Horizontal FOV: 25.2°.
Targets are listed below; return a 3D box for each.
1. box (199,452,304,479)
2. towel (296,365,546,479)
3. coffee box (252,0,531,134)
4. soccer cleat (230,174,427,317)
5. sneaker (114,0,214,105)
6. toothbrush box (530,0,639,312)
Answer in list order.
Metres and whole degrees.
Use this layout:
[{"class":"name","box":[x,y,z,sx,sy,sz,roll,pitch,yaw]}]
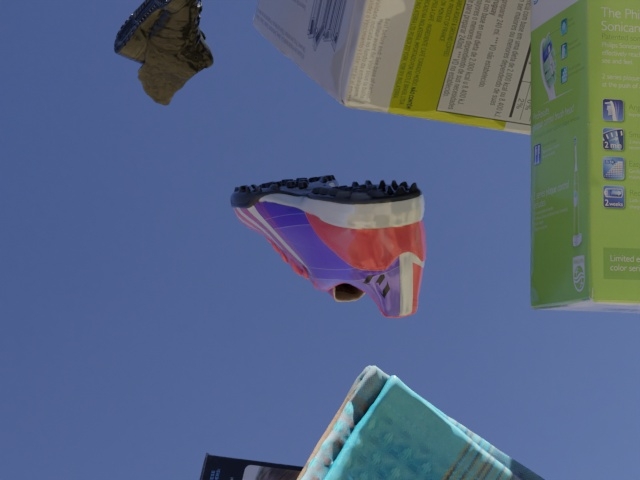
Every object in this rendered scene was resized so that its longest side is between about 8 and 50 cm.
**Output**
[{"class":"box","box":[0.054,0.254,1.191,0.290,0.087,0.169,4,-21,22]},{"class":"towel","box":[0.057,0.282,0.822,0.370,0.271,0.040,-56,3,-33]},{"class":"coffee box","box":[0.161,-0.308,1.381,0.334,0.337,0.338,6,-71,-20]},{"class":"soccer cleat","box":[0.000,0.000,1.367,0.108,0.318,0.116,-9,-82,-26]},{"class":"sneaker","box":[-0.133,-0.199,1.375,0.089,0.051,0.170,28,-47,-30]},{"class":"toothbrush box","box":[0.276,-0.086,1.098,0.206,0.283,0.122,2,-5,-13]}]
